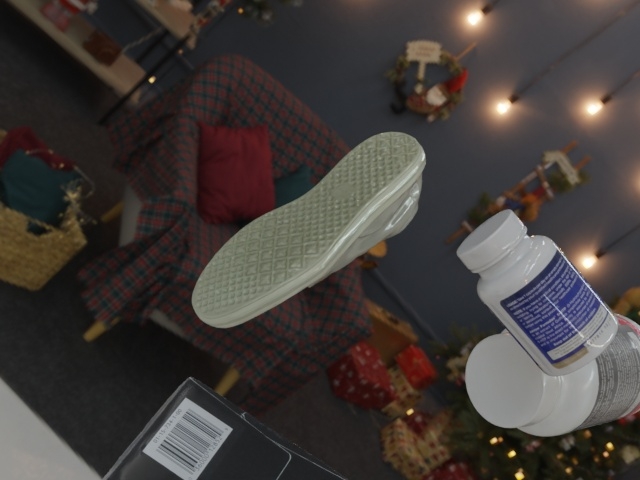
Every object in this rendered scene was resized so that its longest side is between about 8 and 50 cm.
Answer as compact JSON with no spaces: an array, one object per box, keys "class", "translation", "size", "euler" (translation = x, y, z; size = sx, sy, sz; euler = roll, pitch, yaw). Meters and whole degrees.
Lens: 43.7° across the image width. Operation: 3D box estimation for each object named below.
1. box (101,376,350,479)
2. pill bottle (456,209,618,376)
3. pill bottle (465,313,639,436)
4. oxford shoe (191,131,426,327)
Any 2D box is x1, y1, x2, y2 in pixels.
[{"class":"box","translation":[-0.116,0.260,0.600],"size":[0.163,0.142,0.247],"euler":[31,48,7]},{"class":"pill bottle","translation":[0.254,0.059,0.954],"size":[0.187,0.112,0.112],"euler":[49,19,-6]},{"class":"pill bottle","translation":[0.365,0.200,1.211],"size":[0.318,0.176,0.176],"euler":[2,49,-44]},{"class":"oxford shoe","translation":[0.000,0.000,1.257],"size":[0.169,0.449,0.130],"euler":[36,-25,38]}]
